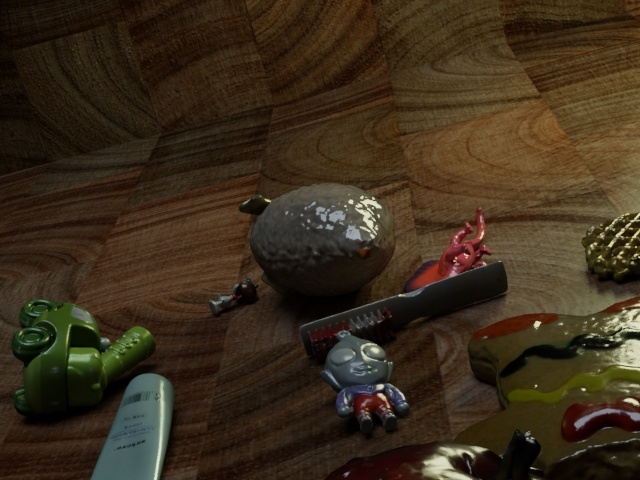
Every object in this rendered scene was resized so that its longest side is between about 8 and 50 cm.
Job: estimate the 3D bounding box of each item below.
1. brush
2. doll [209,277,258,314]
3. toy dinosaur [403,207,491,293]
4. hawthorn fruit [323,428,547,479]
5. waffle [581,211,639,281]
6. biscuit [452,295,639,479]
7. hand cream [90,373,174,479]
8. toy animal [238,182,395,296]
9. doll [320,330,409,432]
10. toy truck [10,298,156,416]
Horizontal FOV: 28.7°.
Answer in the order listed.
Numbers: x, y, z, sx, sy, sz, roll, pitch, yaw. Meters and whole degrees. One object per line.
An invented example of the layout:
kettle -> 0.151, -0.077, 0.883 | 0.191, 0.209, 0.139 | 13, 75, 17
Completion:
brush -> 0.129, 0.108, 1.857 | 0.321, 0.060, 0.050 | -18, 32, -6
doll -> -0.148, 0.096, 2.140 | 0.085, 0.040, 0.058 | -27, 9, -41
toy dinosaur -> 0.202, 0.035, 2.029 | 0.139, 0.070, 0.286 | -33, 11, 20
hawthorn fruit -> 0.090, 0.307, 1.007 | 0.316, 0.316, 0.316 | -14, 19, 5
waffle -> 0.476, 0.003, 1.886 | 0.161, 0.046, 0.192 | -14, 20, 8
biscuit -> 0.343, 0.164, 1.501 | 0.368, 0.076, 0.394 | -11, 19, 16
hand cream -> -0.255, 0.284, 1.688 | 0.109, 0.067, 0.320 | -12, 24, 9
toy animal -> 0.001, 0.000, 2.041 | 0.226, 0.188, 0.358 | -13, 6, -13
doll -> 0.053, 0.184, 1.684 | 0.102, 0.075, 0.227 | -2, 29, -9
toy truck -> -0.381, 0.187, 1.940 | 0.211, 0.148, 0.187 | 10, 27, 10
